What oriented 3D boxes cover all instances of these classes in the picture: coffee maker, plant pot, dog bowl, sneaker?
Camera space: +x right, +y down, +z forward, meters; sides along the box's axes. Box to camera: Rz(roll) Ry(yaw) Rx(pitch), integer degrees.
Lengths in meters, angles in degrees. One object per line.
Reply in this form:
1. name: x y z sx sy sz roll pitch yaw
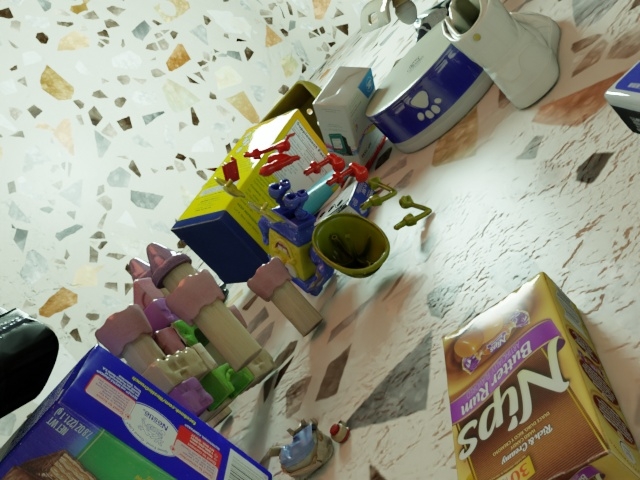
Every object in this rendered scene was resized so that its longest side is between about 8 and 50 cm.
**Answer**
1. coffee maker: -0.360 0.155 0.617 0.120 0.171 0.178 -38 1 15
2. plant pot: -0.023 -0.294 1.609 0.212 0.212 0.187 -41 6 28
3. dog bowl: 0.210 -0.297 1.128 0.265 0.104 0.265 -44 17 17
4. sneaker: 0.273 -0.510 1.468 0.235 0.094 0.153 -57 16 -26
5. sneaker: 0.274 -0.330 0.918 0.108 0.169 0.293 -42 16 32

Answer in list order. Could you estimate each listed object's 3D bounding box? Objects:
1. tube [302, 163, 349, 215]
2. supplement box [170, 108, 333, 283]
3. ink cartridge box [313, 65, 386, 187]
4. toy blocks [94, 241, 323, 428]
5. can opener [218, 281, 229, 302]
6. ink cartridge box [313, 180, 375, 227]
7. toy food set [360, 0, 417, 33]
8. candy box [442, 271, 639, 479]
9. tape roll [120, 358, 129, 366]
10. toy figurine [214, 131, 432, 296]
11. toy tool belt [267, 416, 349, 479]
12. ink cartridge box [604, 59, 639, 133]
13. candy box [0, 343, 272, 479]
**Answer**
1. tube: -0.016 -0.082 1.198 0.207 0.052 0.080 -45 28 -6
2. supplement box: -0.136 -0.099 1.378 0.195 0.194 0.357 -8 41 45
3. ink cartridge box: 0.071 -0.229 1.261 0.077 0.231 0.134 10 53 28
4. toy blocks: -0.214 0.129 0.854 0.309 0.260 0.288 -47 -12 15
5. can opener: -0.272 0.178 1.466 0.186 0.073 0.059 -63 -19 -47
6. ink cartridge box: 0.012 -0.027 1.153 0.207 0.046 0.097 -38 18 38
7. toy food set: 0.253 -0.592 1.437 0.306 0.092 0.220 -29 17 -4
8. candy box: 0.152 0.116 0.440 0.109 0.053 0.187 -41 19 25
9. tape roll: -0.347 0.310 1.134 0.246 0.169 0.246 -44 17 18
10. toy figurine: 0.000 0.000 0.995 0.191 0.217 0.362 -34 48 -29
11. toy tool belt: -0.014 0.219 0.652 0.083 0.051 0.052 -45 16 14
12. ink cartridge box: 0.402 -0.178 0.413 0.307 0.072 0.304 -44 16 12
13. candy box: -0.256 0.323 0.674 0.317 0.268 0.122 -46 13 14
